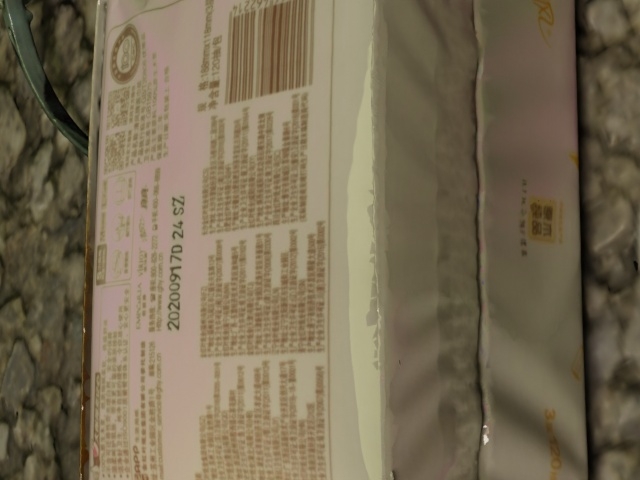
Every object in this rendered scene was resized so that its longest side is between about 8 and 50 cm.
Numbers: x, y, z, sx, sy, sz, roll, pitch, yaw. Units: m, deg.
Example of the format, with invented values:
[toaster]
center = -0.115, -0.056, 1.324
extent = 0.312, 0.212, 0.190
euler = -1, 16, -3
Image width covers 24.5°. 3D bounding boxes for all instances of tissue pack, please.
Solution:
[tissue pack]
center = 0.000, 0.000, 0.579
extent = 0.185, 0.124, 0.225
euler = -9, 78, 48

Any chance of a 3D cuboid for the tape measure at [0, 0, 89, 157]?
[tape measure]
center = -0.160, -0.153, 0.785
extent = 0.164, 0.084, 0.330
euler = 99, 149, -50
